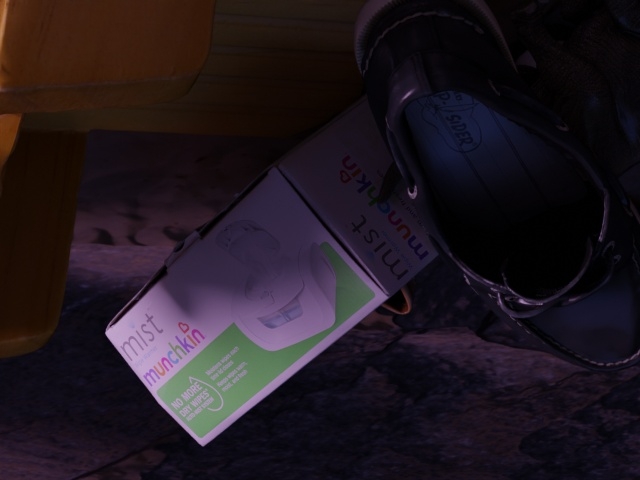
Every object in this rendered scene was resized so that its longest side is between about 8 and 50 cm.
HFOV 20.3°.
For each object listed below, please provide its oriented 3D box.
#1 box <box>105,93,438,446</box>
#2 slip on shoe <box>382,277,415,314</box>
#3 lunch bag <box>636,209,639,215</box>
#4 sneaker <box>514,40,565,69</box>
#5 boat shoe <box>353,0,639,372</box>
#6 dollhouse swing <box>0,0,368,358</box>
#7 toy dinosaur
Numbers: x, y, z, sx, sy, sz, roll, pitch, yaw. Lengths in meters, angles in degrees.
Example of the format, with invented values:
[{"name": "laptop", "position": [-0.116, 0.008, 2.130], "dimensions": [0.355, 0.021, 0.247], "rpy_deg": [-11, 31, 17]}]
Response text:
[{"name": "box", "position": [0.000, 0.000, 1.329], "dimensions": [0.231, 0.127, 0.262], "rpy_deg": [-40, 179, -45]}, {"name": "slip on shoe", "position": [0.048, 0.027, 1.592], "dimensions": [0.051, 0.041, 0.135], "rpy_deg": [-17, 151, 16]}, {"name": "lunch bag", "position": [0.253, 0.011, 1.596], "dimensions": [0.098, 0.065, 0.067], "rpy_deg": [-20, 165, 19]}, {"name": "sneaker", "position": [0.189, -0.072, 1.391], "dimensions": [0.080, 0.094, 0.212], "rpy_deg": [-7, 152, 0]}, {"name": "boat shoe", "position": [0.132, -0.012, 1.130], "dimensions": [0.127, 0.113, 0.340], "rpy_deg": [-23, 125, 11]}, {"name": "dollhouse swing", "position": [-0.085, -0.073, 1.145], "dimensions": [0.305, 0.315, 0.347], "rpy_deg": [15, 145, -18]}, {"name": "toy dinosaur", "position": [0.182, -0.103, 1.202], "dimensions": [0.313, 0.160, 0.121], "rpy_deg": [-42, -165, -18]}]
